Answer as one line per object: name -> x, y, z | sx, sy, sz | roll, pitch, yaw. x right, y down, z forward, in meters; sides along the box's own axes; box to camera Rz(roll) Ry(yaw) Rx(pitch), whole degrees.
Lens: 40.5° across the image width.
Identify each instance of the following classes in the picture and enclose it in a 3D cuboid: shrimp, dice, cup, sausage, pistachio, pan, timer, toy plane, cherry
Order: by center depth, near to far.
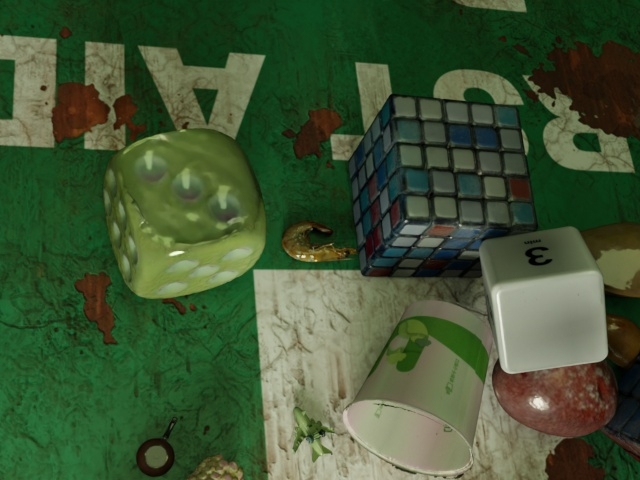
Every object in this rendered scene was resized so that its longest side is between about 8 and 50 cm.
pan -> -0.287, 0.369, 1.570 | 0.069, 0.023, 0.115 | 26, 63, -3
timer -> 0.408, 0.107, 1.605 | 0.193, 0.194, 0.195 | -9, 25, 7
dice -> -0.258, -0.051, 1.637 | 0.250, 0.254, 0.251 | -13, 70, -25
toy plane -> -0.020, 0.364, 1.645 | 0.102, 0.040, 0.111 | -15, 73, -42
cup -> 0.205, 0.274, 1.649 | 0.253, 0.253, 0.274 | 30, 55, -2
cherry -> 0.458, 0.266, 1.737 | 0.285, 0.213, 0.236 | 35, 77, -6
shrimp -> -0.001, 0.004, 1.816 | 0.163, 0.045, 0.095 | 5, 45, -9
sausage -> 0.700, 0.241, 1.880 | 0.271, 0.109, 0.108 | 29, 62, -4
pistachio -> 0.651, 0.051, 1.918 | 0.261, 0.162, 0.212 | -10, 37, -18

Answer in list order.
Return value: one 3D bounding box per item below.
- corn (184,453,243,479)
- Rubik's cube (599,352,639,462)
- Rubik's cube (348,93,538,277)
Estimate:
corn -> -0.250, 0.514, 1.467 | 0.127, 0.126, 0.335 | 32, 60, -1
Rubik's cube -> 0.797, 0.348, 1.664 | 0.344, 0.344, 0.337 | 39, 88, -3
Rubik's cube -> 0.240, -0.102, 1.787 | 0.293, 0.287, 0.291 | 0, 67, -16
